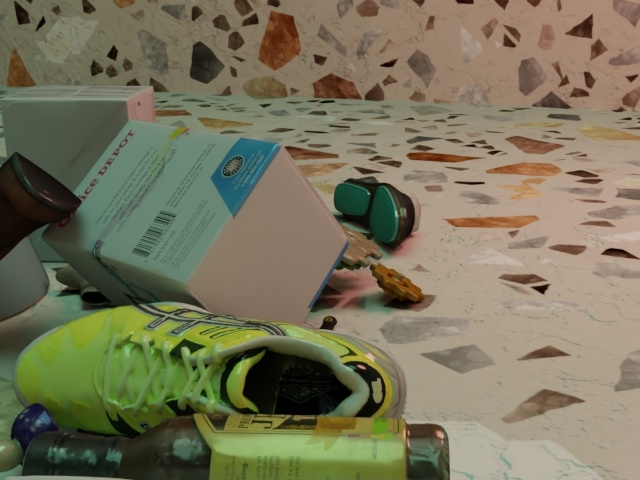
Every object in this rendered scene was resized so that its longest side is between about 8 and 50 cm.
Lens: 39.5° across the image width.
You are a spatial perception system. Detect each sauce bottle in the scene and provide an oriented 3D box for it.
[{"bbox_3d":[-0.067,0.196,0.726,0.344,0.111,0.111,1,18,4],"label":"sauce bottle"}]

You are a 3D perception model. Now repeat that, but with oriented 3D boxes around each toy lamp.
[{"bbox_3d":[-0.354,0.213,0.744,0.274,0.080,0.080,-18,25,-40],"label":"toy lamp"}]

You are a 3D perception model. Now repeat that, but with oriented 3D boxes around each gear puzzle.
[{"bbox_3d":[0.000,0.000,1.272,0.339,0.044,0.175,31,14,11],"label":"gear puzzle"}]

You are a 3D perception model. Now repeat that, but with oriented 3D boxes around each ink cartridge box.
[{"bbox_3d":[-0.150,-0.002,1.083,0.270,0.197,0.198,15,64,39],"label":"ink cartridge box"}]

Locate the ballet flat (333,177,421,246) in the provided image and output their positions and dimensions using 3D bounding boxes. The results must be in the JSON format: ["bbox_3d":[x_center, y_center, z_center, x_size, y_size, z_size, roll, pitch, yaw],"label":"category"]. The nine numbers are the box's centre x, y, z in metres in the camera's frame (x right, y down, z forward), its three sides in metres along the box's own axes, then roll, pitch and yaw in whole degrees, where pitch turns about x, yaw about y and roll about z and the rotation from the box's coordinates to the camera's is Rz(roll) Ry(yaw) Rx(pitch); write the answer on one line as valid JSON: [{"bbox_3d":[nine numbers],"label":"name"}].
[{"bbox_3d":[0.114,-0.057,1.530,0.096,0.095,0.280,5,15,-22],"label":"ballet flat"}]

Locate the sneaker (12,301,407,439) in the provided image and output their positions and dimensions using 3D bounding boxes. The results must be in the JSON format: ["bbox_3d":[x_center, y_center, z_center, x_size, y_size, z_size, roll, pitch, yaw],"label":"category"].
[{"bbox_3d":[-0.112,0.120,0.843,0.384,0.145,0.147,-1,-13,7],"label":"sneaker"}]

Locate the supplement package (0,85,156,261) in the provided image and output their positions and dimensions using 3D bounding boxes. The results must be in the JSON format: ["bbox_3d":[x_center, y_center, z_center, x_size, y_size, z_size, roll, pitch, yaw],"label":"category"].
[{"bbox_3d":[-0.376,-0.111,1.438,0.204,0.262,0.145,1,19,5],"label":"supplement package"}]

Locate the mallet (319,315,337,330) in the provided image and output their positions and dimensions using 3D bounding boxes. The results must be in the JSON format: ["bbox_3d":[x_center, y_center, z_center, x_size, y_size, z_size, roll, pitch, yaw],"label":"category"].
[{"bbox_3d":[0.007,0.127,1.062,0.062,0.039,0.189,4,15,16],"label":"mallet"}]

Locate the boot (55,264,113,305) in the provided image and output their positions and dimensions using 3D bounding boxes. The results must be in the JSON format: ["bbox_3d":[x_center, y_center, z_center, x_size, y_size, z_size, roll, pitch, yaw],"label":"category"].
[{"bbox_3d":[-0.325,0.064,1.259,0.118,0.042,0.087,-2,20,0],"label":"boot"}]

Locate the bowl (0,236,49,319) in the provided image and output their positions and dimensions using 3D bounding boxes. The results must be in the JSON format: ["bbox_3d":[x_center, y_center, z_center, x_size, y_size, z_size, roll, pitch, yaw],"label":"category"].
[{"bbox_3d":[-0.550,0.006,1.258,0.311,0.163,0.311,0,18,0],"label":"bowl"}]

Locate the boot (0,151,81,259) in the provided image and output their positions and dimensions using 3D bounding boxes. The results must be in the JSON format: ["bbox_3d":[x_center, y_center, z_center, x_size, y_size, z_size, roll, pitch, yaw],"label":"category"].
[{"bbox_3d":[-0.410,0.028,1.027,0.280,0.096,0.264,-54,32,-9],"label":"boot"}]

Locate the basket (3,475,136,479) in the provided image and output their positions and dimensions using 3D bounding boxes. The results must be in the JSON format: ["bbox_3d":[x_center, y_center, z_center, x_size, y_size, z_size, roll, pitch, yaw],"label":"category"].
[{"bbox_3d":[-0.144,0.238,0.527,0.113,0.167,0.103,0,24,6],"label":"basket"}]
